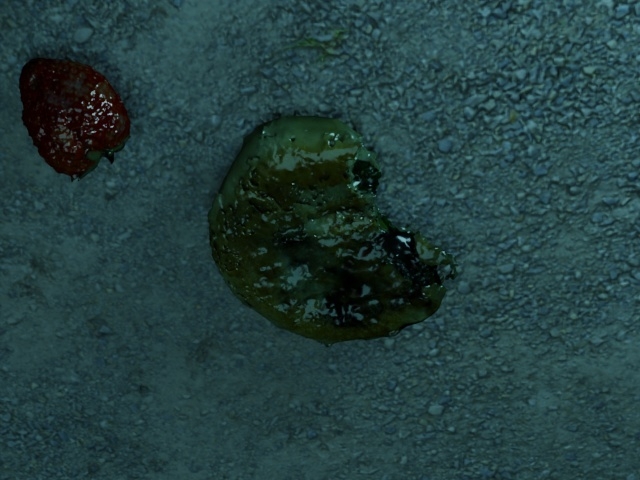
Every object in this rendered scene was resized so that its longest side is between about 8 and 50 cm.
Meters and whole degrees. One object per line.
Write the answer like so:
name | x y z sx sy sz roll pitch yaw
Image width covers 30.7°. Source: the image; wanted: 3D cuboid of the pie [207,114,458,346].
pie | 0.000 0.000 1.571 0.296 0.078 0.371 -26 119 21

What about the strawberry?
strawberry | -0.312 -0.157 1.464 0.131 0.131 0.148 -21 128 17
